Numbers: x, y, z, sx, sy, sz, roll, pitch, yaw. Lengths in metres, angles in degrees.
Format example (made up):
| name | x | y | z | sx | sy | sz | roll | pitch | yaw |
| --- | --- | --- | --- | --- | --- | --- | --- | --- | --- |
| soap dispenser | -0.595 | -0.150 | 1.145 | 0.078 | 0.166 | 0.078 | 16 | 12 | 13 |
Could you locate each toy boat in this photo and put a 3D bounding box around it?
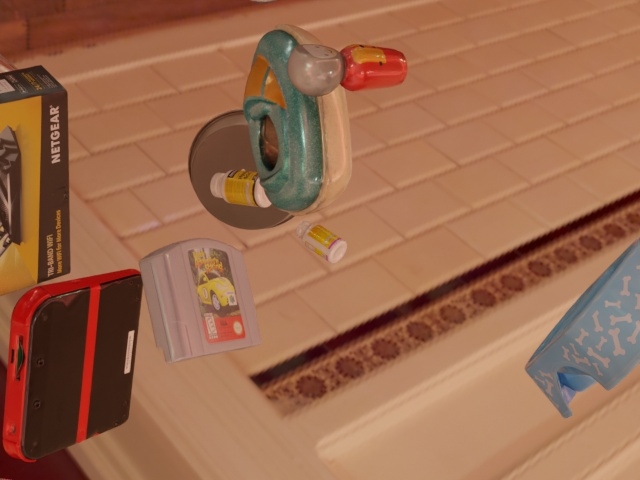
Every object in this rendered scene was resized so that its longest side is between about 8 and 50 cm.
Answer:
| name | x | y | z | sx | sy | sz | roll | pitch | yaw |
| --- | --- | --- | --- | --- | --- | --- | --- | --- | --- |
| toy boat | -0.023 | -0.181 | 1.244 | 0.148 | 0.268 | 0.318 | -6 | 170 | -27 |

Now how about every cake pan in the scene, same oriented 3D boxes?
| name | x | y | z | sx | sy | sz | roll | pitch | yaw |
| --- | --- | --- | --- | --- | --- | --- | --- | --- | --- |
| cake pan | -0.160 | -0.147 | 2.120 | 0.054 | 0.293 | 0.293 | -71 | -177 | -62 |

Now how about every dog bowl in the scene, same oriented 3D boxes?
| name | x | y | z | sx | sy | sz | roll | pitch | yaw |
| --- | --- | --- | --- | --- | --- | --- | --- | --- | --- |
| dog bowl | 0.310 | 0.094 | 1.036 | 0.166 | 0.074 | 0.297 | -47 | 168 | -19 |

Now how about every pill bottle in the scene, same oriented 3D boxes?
| name | x | y | z | sx | sy | sz | roll | pitch | yaw |
| --- | --- | --- | --- | --- | --- | --- | --- | --- | --- |
| pill bottle | 0.000 | 0.000 | 1.556 | 0.043 | 0.083 | 0.043 | -39 | 148 | -30 |
| pill bottle | -0.147 | -0.099 | 1.786 | 0.065 | 0.116 | 0.065 | -20 | 114 | -58 |

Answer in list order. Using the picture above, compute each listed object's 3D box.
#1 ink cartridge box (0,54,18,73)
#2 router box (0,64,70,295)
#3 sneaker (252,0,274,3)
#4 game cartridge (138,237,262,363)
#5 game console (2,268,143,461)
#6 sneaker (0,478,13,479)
| name | x | y | z | sx | sy | sz | roll | pitch | yaw |
| --- | --- | --- | --- | --- | --- | --- | --- | --- | --- |
| ink cartridge box | -0.590 | -0.271 | 1.426 | 0.272 | 0.309 | 0.130 | 34 | 92 | -45 |
| router box | -0.458 | -0.058 | 1.249 | 0.243 | 0.081 | 0.309 | -20 | 136 | -34 |
| sneaker | -0.045 | -0.270 | 0.811 | 0.086 | 0.226 | 0.163 | -1 | 160 | -2 |
| game cartridge | -0.193 | 0.095 | 1.586 | 0.060 | 0.196 | 0.294 | -20 | 172 | 20 |
| game console | -0.530 | 0.266 | 2.058 | 0.342 | 0.060 | 0.387 | -15 | 118 | -57 |
| sneaker | -0.395 | 0.312 | 1.103 | 0.112 | 0.131 | 0.319 | -62 | -165 | -24 |
